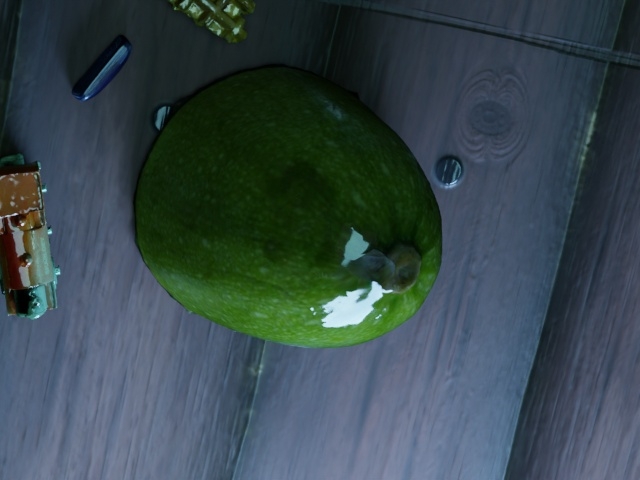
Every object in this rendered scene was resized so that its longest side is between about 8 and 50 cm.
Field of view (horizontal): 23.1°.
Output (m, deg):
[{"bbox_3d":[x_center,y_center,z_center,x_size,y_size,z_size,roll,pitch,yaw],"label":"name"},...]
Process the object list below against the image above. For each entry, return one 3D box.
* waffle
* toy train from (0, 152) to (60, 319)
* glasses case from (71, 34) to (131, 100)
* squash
[{"bbox_3d":[-0.156,-0.290,1.638,0.192,0.046,0.160,1,103,-15],"label":"waffle"},{"bbox_3d":[-0.312,0.000,1.629,0.074,0.118,0.176,-7,103,-11],"label":"toy train"},{"bbox_3d":[-0.227,-0.178,1.653,0.023,0.033,0.083,39,91,-31],"label":"glasses case"},{"bbox_3d":[-0.022,-0.007,1.607,0.310,0.309,0.310,-4,105,-14],"label":"squash"}]
